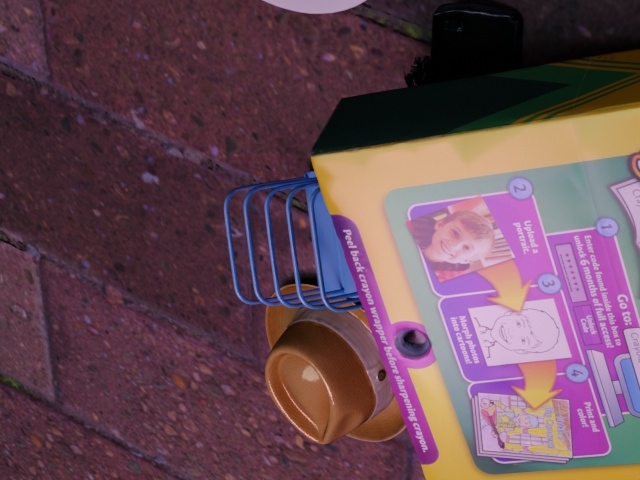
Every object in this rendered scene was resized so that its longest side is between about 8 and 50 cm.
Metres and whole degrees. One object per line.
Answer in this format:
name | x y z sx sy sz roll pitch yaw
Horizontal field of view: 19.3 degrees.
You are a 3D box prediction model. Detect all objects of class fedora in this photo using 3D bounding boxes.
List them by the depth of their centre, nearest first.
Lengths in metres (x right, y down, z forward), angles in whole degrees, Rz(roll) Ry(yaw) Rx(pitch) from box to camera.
fedora | 0.003 0.137 1.863 0.194 0.079 0.194 25 138 25

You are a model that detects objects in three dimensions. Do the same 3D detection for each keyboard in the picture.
keyboard | 0.117 -0.125 1.579 0.100 0.038 0.192 8 131 9

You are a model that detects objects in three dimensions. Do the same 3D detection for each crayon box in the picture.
crayon box | 0.199 0.040 1.505 0.313 0.106 0.363 -8 119 23

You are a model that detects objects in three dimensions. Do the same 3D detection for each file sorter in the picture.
file sorter | 0.000 0.000 1.668 0.170 0.104 0.118 1 99 60

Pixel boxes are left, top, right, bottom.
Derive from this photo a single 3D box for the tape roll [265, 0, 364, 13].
tape roll | 0.009 -0.314 1.394 0.246 0.169 0.246 24 136 26
